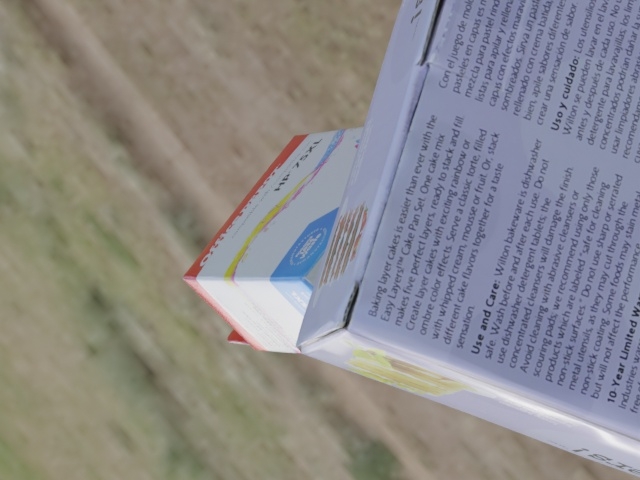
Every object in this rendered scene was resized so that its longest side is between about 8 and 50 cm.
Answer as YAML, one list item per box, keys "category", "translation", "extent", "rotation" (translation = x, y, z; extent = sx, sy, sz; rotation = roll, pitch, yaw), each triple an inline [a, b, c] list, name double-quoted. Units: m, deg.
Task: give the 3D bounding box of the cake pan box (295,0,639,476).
- category: "cake pan box"
  translation: [0.145, -0.046, 0.685]
  extent: [0.246, 0.266, 0.070]
  rotation: [20, 166, -14]

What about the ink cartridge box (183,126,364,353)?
- category: "ink cartridge box"
  translation: [0.000, 0.000, 1.253]
  extent: [0.078, 0.134, 0.231]
  rotation: [45, 160, -19]
